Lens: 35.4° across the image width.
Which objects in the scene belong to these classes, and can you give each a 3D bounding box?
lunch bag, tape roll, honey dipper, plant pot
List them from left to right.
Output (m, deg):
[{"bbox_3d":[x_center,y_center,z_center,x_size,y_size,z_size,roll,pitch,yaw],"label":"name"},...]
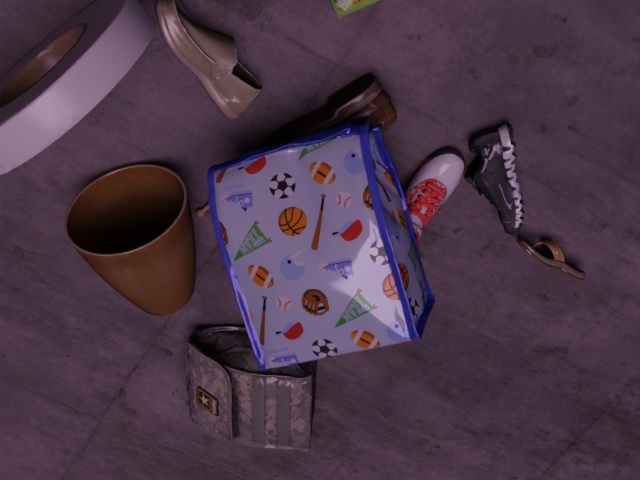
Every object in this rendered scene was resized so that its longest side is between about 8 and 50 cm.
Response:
[{"bbox_3d":[-0.440,-0.262,1.653,0.392,0.392,0.072,-32,118,16],"label":"tape roll"},{"bbox_3d":[-0.340,0.024,1.948,0.237,0.237,0.254,-11,135,4],"label":"plant pot"},{"bbox_3d":[-0.189,-0.095,1.979,0.161,0.030,0.030,-36,117,20],"label":"honey dipper"},{"bbox_3d":[-0.155,0.318,2.159,0.287,0.169,0.235,5,125,3],"label":"lunch bag"},{"bbox_3d":[0.000,0.000,1.823,0.328,0.239,0.385,-15,105,17],"label":"lunch bag"}]

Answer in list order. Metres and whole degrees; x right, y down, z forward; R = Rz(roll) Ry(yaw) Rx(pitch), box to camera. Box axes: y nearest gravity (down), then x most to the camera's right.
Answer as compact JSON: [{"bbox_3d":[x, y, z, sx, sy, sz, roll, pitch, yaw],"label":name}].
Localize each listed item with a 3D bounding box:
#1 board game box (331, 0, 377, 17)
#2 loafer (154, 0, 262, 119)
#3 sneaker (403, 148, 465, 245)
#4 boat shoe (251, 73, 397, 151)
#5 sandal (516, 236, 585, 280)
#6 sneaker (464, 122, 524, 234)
[{"bbox_3d":[0.096,-0.471,1.753,0.181,0.043,0.092,-22,120,10],"label":"board game box"},{"bbox_3d":[-0.197,-0.338,1.794,0.092,0.102,0.268,-29,128,13],"label":"loafer"},{"bbox_3d":[0.192,-0.049,1.958,0.090,0.145,0.270,36,113,-22],"label":"sneaker"},{"bbox_3d":[0.000,-0.185,1.885,0.307,0.110,0.104,-29,117,15],"label":"boat shoe"},{"bbox_3d":[0.480,0.029,2.069,0.180,0.072,0.049,25,102,-19],"label":"sandal"},{"bbox_3d":[0.338,-0.114,1.969,0.106,0.078,0.234,-10,118,7],"label":"sneaker"}]
